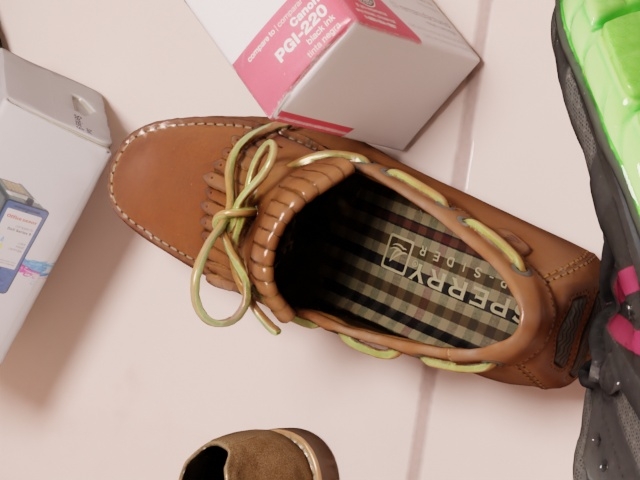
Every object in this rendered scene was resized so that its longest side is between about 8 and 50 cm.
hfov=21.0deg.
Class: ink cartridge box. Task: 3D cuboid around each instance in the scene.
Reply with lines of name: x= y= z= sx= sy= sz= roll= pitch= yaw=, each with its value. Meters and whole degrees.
ink cartridge box: x=-0.017 y=-0.175 z=1.158 sx=0.092 sy=0.159 sz=0.218 roll=-49 pitch=61 yaw=21
ink cartridge box: x=-0.246 y=-0.020 z=1.299 sx=0.212 sy=0.093 sz=0.154 roll=-58 pitch=21 yaw=13

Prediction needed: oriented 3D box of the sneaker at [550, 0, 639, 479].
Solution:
sneaker: x=0.200 y=0.043 z=0.961 sx=0.202 sy=0.185 sz=0.482 roll=-43 pitch=47 yaw=47

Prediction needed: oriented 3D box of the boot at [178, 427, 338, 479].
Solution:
boot: x=-0.067 y=0.278 z=1.165 sx=0.112 sy=0.115 sz=0.305 roll=3 pitch=87 yaw=33

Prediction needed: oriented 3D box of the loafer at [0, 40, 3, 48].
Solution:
loafer: x=-0.310 y=-0.171 z=1.423 sx=0.078 sy=0.080 sz=0.220 roll=148 pitch=116 yaw=-64

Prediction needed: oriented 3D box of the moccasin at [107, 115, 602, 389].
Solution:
moccasin: x=-0.001 y=0.003 z=1.132 sx=0.380 sy=0.147 sz=0.139 roll=28 pitch=100 yaw=34
